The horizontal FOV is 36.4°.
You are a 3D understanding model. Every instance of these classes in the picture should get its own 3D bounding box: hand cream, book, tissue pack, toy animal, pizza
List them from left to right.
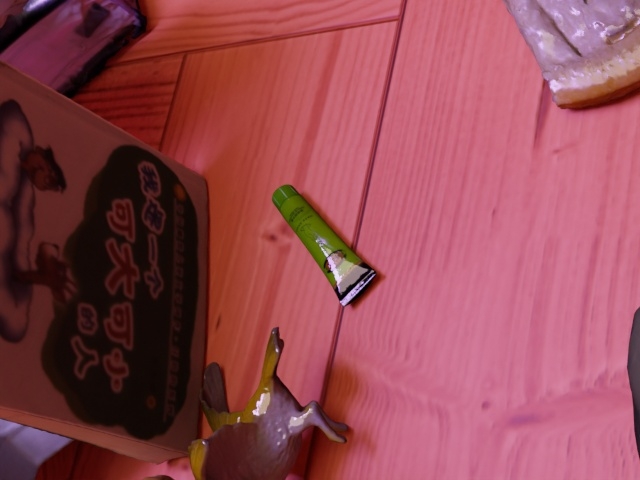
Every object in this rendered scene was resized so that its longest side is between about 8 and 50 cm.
[{"bbox_3d":[-0.352,-0.302,1.105,0.259,0.122,0.361,-37,50,16],"label":"tissue pack"},{"bbox_3d":[-0.216,0.000,0.693,0.043,0.371,0.260,-16,61,32],"label":"book"},{"bbox_3d":[-0.027,0.148,0.674,0.095,0.219,0.155,-34,89,0],"label":"toy animal"},{"bbox_3d":[0.000,0.000,0.762,0.036,0.023,0.122,-45,54,8],"label":"hand cream"},{"bbox_3d":[0.193,-0.220,0.708,0.181,0.034,0.262,-40,51,17],"label":"pizza"}]

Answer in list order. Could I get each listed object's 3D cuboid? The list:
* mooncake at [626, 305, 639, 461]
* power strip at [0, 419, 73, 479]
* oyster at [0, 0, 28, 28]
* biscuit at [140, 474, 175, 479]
[{"bbox_3d":[0.289,0.075,0.331,0.356,0.194,0.356,-12,47,13],"label":"mooncake"},{"bbox_3d":[-0.262,0.172,0.796,0.229,0.141,0.261,-36,24,18],"label":"power strip"},{"bbox_3d":[-0.326,-0.187,0.822,0.238,0.115,0.351,-55,16,1],"label":"oyster"},{"bbox_3d":[-0.121,0.313,0.666,0.213,0.091,0.274,-51,51,4],"label":"biscuit"}]
